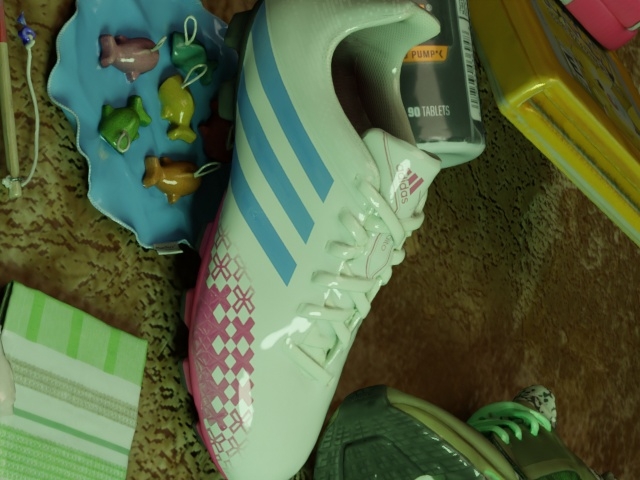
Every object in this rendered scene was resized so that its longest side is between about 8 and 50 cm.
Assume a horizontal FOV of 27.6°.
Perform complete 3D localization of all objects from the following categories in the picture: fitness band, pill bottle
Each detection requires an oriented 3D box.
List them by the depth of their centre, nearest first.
[{"bbox_3d":[0.041,-0.174,0.943,0.130,0.130,0.246,-1,82,-50],"label":"pill bottle"},{"bbox_3d":[0.200,-0.285,1.144,0.291,0.054,0.209,35,29,-45],"label":"fitness band"}]

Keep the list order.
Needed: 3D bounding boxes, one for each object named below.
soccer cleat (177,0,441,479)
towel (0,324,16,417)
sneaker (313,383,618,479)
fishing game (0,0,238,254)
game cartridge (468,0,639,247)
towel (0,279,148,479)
[{"bbox_3d":[0.000,0.000,0.810,0.116,0.143,0.331,3,92,-57],"label":"soccer cleat"},{"bbox_3d":[-0.301,-0.040,0.571,0.317,0.053,0.332,-14,93,-51],"label":"towel"},{"bbox_3d":[0.130,0.183,0.985,0.410,0.158,0.182,44,40,-43],"label":"sneaker"},{"bbox_3d":[-0.094,-0.083,0.836,0.264,0.041,0.189,4,76,-49],"label":"fishing game"},{"bbox_3d":[0.201,-0.155,1.086,0.285,0.052,0.324,36,31,-40],"label":"game cartridge"},{"bbox_3d":[-0.154,0.111,0.741,0.113,0.023,0.152,33,56,-44],"label":"towel"}]
